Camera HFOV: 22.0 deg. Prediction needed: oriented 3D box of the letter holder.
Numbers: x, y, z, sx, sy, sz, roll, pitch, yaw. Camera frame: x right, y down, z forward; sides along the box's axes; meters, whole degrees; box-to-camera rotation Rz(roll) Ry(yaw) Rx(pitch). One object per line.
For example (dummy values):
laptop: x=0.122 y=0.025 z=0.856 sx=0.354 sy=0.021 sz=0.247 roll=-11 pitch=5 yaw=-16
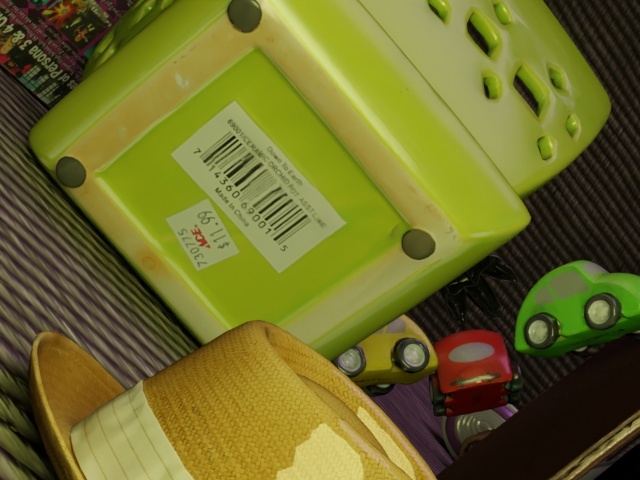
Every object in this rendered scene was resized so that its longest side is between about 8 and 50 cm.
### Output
letter holder: x=0.180 y=0.170 z=0.988 sx=0.152 sy=0.214 sz=0.302 roll=50 pitch=2 yaw=2

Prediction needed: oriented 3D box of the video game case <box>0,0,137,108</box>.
video game case: x=-0.131 y=-0.191 z=0.984 sx=0.042 sy=0.210 sz=0.232 roll=51 pitch=3 yaw=32

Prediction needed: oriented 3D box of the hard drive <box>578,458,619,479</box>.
hard drive: x=0.308 y=0.292 z=1.246 sx=0.353 sy=0.233 sz=0.047 roll=52 pitch=36 yaw=-28

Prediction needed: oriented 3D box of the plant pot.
plant pot: x=-0.005 y=-0.063 z=0.894 sx=0.228 sy=0.227 sz=0.207 roll=50 pitch=30 yaw=-9

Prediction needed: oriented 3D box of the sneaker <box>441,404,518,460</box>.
sneaker: x=0.265 y=0.289 z=1.847 sx=0.305 sy=0.114 sz=0.152 roll=51 pitch=4 yaw=16

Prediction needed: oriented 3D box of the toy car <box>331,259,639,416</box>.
toy car: x=0.116 y=0.056 z=1.043 sx=0.239 sy=0.225 sz=0.053 roll=14 pitch=61 yaw=-52

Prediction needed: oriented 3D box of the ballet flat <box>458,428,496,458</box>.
ballet flat: x=0.241 y=0.298 z=1.595 sx=0.124 sy=0.116 sz=0.342 roll=18 pitch=24 yaw=-44

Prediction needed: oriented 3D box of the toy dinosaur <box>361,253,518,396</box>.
toy dinosaur: x=0.000 y=0.000 z=1.211 sx=0.322 sy=0.164 sz=0.218 roll=47 pitch=-2 yaw=-39

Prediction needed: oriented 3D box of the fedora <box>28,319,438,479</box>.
fedora: x=-0.007 y=0.087 z=0.516 sx=0.194 sy=0.079 sz=0.194 roll=50 pitch=2 yaw=-3
